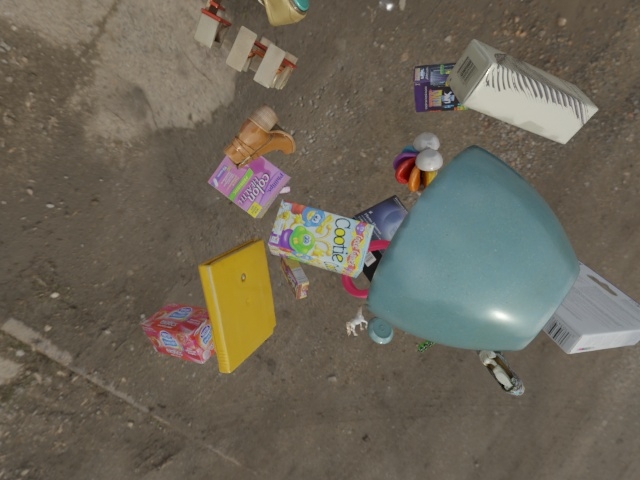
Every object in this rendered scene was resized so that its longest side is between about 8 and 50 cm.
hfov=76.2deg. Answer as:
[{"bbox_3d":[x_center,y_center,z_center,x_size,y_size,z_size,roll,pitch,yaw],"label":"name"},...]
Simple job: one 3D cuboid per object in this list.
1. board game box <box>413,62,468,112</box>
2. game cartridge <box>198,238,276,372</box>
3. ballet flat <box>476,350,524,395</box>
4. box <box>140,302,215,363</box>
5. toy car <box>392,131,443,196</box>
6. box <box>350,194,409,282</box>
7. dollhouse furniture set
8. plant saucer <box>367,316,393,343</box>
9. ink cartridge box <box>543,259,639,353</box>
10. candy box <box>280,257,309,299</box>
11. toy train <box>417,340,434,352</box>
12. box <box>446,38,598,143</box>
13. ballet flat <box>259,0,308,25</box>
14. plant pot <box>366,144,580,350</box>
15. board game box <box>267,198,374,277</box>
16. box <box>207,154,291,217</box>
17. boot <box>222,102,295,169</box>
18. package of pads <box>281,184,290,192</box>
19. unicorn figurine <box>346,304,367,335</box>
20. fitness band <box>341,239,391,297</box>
[{"bbox_3d":[0.312,-0.386,1.042,0.141,0.170,0.048,0,83,16],"label":"board game box"},{"bbox_3d":[-0.238,0.183,1.233,0.053,0.285,0.323,0,105,23],"label":"game cartridge"},{"bbox_3d":[0.309,0.220,0.719,0.041,0.114,0.041,-16,134,-17],"label":"ballet flat"},{"bbox_3d":[-0.444,0.296,1.333,0.128,0.257,0.122,-43,124,-46],"label":"box"},{"bbox_3d":[0.284,-0.218,1.208,0.136,0.182,0.159,-3,139,10],"label":"toy car"},{"bbox_3d":[0.288,-0.006,1.812,0.294,0.183,0.296,-28,78,-37],"label":"box"},{"bbox_3d":[-0.176,-0.510,1.044,0.259,0.262,0.135,29,111,-7],"label":"dollhouse furniture set"},{"bbox_3d":[0.252,0.368,1.693,0.119,0.021,0.119,9,57,-14],"label":"plant saucer"},{"bbox_3d":[0.636,0.140,1.057,0.330,0.324,0.071,3,122,-25],"label":"ink cartridge box"},{"bbox_3d":[-0.113,0.144,1.738,0.053,0.186,0.109,-14,142,-22],"label":"candy box"},{"bbox_3d":[0.299,0.277,1.119,0.017,0.023,0.083,41,114,-7],"label":"toy train"},{"bbox_3d":[0.402,-0.294,0.820,0.275,0.113,0.094,11,136,-20],"label":"box"},{"bbox_3d":[-0.099,-0.422,0.580,0.073,0.080,0.232,-9,125,32],"label":"ballet flat"},{"bbox_3d":[0.230,0.041,0.579,0.195,0.290,0.290,36,89,23],"label":"plant pot"},{"bbox_3d":[0.000,0.000,1.216,0.275,0.144,0.142,16,76,2],"label":"board game box"},{"bbox_3d":[-0.283,-0.245,1.642,0.243,0.117,0.213,38,96,2],"label":"box"},{"bbox_3d":[-0.150,-0.229,1.006,0.073,0.197,0.152,40,88,26],"label":"boot"},{"bbox_3d":[-0.188,-0.242,1.907,0.083,0.050,0.032,-16,126,-43],"label":"package of pads"},{"bbox_3d":[0.185,0.400,2.027,0.162,0.060,0.111,-25,94,-48],"label":"unicorn figurine"},{"bbox_3d":[0.200,0.110,1.549,0.054,0.291,0.209,15,67,-46],"label":"fitness band"}]
